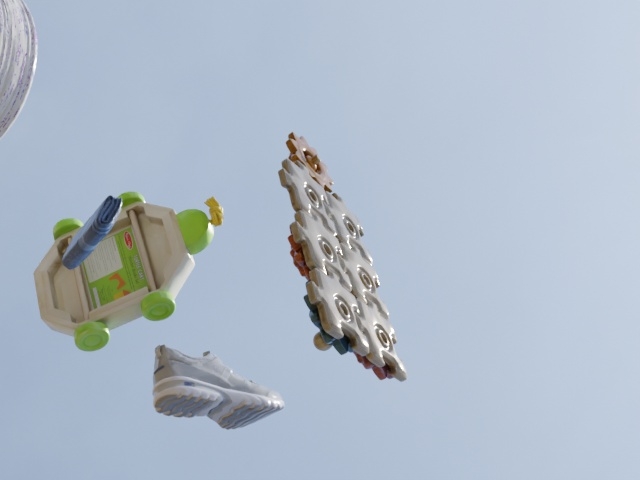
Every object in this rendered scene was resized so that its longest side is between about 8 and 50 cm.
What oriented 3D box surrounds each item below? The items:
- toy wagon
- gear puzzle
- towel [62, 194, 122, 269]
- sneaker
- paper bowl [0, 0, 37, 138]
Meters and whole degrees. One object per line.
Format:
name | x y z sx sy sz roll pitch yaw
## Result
toy wagon | -0.315 0.034 1.624 0.344 0.068 0.267 -24 -130 -1
gear puzzle | 0.000 0.000 1.084 0.044 0.175 0.339 -31 -131 20
towel | -0.315 -0.009 1.327 0.119 0.029 0.067 -40 -157 40
sneaker | -0.161 0.233 1.578 0.105 0.281 0.115 -30 -123 24
paper bowl | -0.563 -0.265 1.398 0.284 0.148 0.284 -8 -106 28
